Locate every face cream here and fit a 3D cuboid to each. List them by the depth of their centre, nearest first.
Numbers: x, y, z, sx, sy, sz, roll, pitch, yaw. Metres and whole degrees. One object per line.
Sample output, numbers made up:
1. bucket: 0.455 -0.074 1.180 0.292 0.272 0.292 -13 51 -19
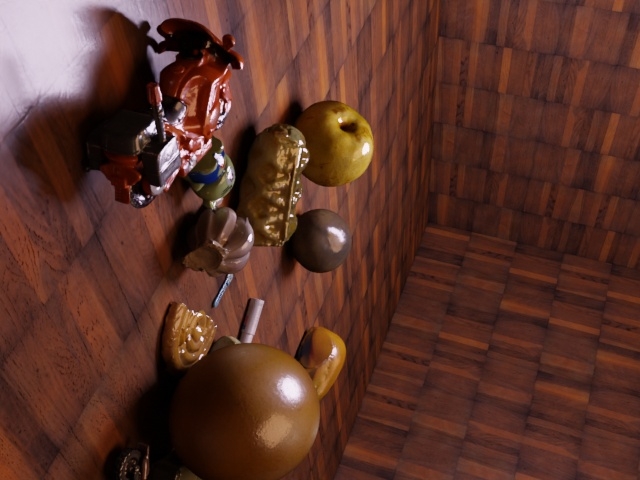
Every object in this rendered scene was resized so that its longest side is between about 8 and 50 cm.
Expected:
1. face cream: -0.169 0.204 1.892 0.034 0.034 0.130 41 63 -73

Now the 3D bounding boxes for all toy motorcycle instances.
1. toy motorcycle: -0.217 -0.201 1.169 0.326 0.147 0.221 -59 155 -43
2. toy motorcycle: -0.339 0.469 1.440 0.118 0.084 0.213 -23 121 -61

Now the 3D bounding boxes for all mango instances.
1. mango: -0.005 0.400 2.459 0.166 0.136 0.236 84 30 -58

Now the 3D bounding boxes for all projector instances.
1. projector: -0.307 0.558 1.610 0.193 0.088 0.270 -5 109 -74

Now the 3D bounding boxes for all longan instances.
1. longan: 0.000 0.000 2.102 0.187 0.167 0.167 48 54 -46

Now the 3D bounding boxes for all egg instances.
1. egg: -0.149 0.344 1.546 0.351 0.282 0.283 -2 105 -69

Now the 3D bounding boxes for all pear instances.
1. pear: 0.022 -0.229 1.901 0.209 0.208 0.209 14 90 -75

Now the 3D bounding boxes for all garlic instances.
1. garlic: -0.195 -0.013 1.506 0.131 0.127 0.194 -52 -151 29

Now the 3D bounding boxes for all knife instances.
1. knife: -0.211 0.107 1.709 0.027 0.010 0.096 84 25 -50

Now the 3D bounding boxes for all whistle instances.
1. whistle: -0.205 -0.140 1.376 0.227 0.085 0.105 67 37 -64

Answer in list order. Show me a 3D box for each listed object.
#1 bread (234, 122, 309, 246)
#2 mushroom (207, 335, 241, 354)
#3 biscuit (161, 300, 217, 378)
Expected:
1. bread: -0.104 -0.117 1.678 0.152 0.129 0.268 -9 112 -64
2. mushroom: -0.189 0.312 1.844 0.312 0.081 0.100 64 38 -60
3. biscuit: -0.264 0.205 1.564 0.224 0.033 0.145 61 44 -67
